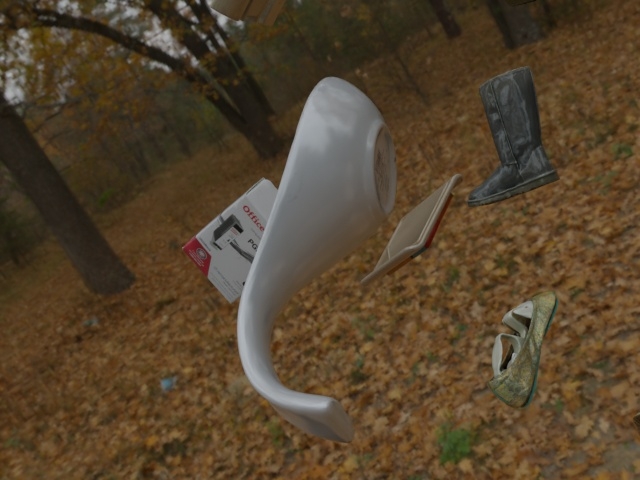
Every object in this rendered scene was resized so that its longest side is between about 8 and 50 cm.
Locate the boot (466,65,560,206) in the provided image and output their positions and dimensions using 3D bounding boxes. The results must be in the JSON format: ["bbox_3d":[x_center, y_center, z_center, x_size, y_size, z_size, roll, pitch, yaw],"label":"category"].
[{"bbox_3d":[0.318,-0.179,1.205,0.190,0.208,0.076,-22,-2,34],"label":"boot"}]

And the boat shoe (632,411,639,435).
[{"bbox_3d":[0.451,0.239,0.896,0.056,0.152,0.049,33,80,31],"label":"boat shoe"}]

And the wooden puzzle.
[{"bbox_3d":[0.196,-0.014,1.413,0.238,0.044,0.221,-53,5,-33],"label":"wooden puzzle"}]

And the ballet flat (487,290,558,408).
[{"bbox_3d":[0.480,0.233,1.617,0.123,0.123,0.348,-19,33,47],"label":"ballet flat"}]

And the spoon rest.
[{"bbox_3d":[0.000,0.000,0.487,0.084,0.137,0.276,-2,53,20],"label":"spoon rest"}]

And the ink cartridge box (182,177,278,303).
[{"bbox_3d":[-0.091,0.002,0.843,0.135,0.099,0.056,-37,7,34],"label":"ink cartridge box"}]

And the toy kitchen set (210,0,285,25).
[{"bbox_3d":[-0.151,-0.461,1.131,0.122,0.166,0.207,-57,-4,20],"label":"toy kitchen set"}]

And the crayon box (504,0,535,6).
[{"bbox_3d":[0.175,-0.450,0.775,0.202,0.318,0.081,-57,16,5],"label":"crayon box"}]
